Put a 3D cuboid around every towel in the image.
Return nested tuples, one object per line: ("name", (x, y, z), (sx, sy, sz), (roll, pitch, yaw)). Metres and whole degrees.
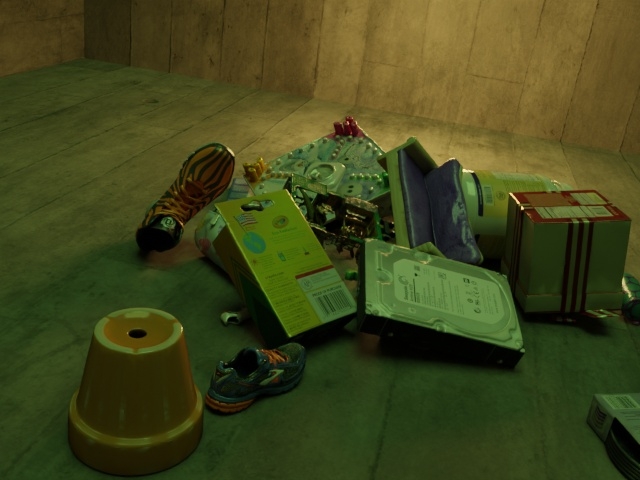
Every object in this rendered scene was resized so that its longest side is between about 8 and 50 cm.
("towel", (-0.134, -0.130, 2.090), (0.284, 0.034, 0.209), (5, 26, -1))

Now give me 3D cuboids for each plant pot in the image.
("plant pot", (-0.277, 0.214, 1.059), (0.205, 0.188, 0.205), (6, 23, -3))

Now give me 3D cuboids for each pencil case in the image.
("pencil case", (-0.182, 0.023, 1.610), (0.113, 0.124, 0.273), (-7, 28, -38))
("pencil case", (0.757, 0.139, 1.700), (0.064, 0.070, 0.152), (8, 23, 8))

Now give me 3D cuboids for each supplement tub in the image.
("supplement tub", (0.496, -0.066, 1.877), (0.331, 0.241, 0.241), (3, 24, -12))

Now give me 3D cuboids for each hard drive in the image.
("hard drive", (0.243, 0.124, 1.447), (0.338, 0.064, 0.237), (14, 38, -7))

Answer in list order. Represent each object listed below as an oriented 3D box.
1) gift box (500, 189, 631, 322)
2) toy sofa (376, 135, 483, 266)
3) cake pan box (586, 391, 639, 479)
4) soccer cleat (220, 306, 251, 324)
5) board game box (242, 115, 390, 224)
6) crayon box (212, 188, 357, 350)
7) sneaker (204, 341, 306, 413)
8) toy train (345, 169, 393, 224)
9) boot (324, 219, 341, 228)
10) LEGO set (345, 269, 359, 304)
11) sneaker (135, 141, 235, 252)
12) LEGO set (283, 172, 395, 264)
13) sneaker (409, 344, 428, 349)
("gift box", (0.588, 0.040, 1.635), (0.276, 0.258, 0.255), (1, 23, 4))
("toy sofa", (0.258, -0.077, 1.688), (0.177, 0.150, 0.363), (-25, 47, 27))
("cake pan box", (0.624, 0.353, 1.176), (0.266, 0.070, 0.246), (2, 22, -14))
("soccer cleat", (-0.164, 0.156, 1.433), (0.083, 0.029, 0.036), (-7, 36, -23))
("board game box", (0.002, -0.195, 1.993), (0.389, 0.050, 0.390), (-26, 39, -8))
("crayon box", (-0.081, 0.054, 1.427), (0.202, 0.081, 0.319), (-14, 66, -41))
("sneaker", (-0.102, 0.224, 1.218), (0.083, 0.087, 0.221), (25, 29, 33))
("toy train", (0.176, -0.148, 2.063), (0.333, 0.142, 0.190), (-21, 43, -26))
("boot", (-0.017, -0.052, 1.931), (0.121, 0.045, 0.099), (16, 22, 37))
("LEGO set", (0.075, 0.110, 1.530), (0.227, 0.087, 0.093), (10, 11, 4))
("sneaker", (-0.319, -0.081, 1.642), (0.124, 0.321, 0.180), (36, 25, -17))
("LEGO set", (0.000, 0.000, 1.711), (0.331, 0.192, 0.255), (13, 39, -23))
("sneaker", (0.192, 0.187, 1.451), (0.118, 0.042, 0.067), (22, 30, 34))
